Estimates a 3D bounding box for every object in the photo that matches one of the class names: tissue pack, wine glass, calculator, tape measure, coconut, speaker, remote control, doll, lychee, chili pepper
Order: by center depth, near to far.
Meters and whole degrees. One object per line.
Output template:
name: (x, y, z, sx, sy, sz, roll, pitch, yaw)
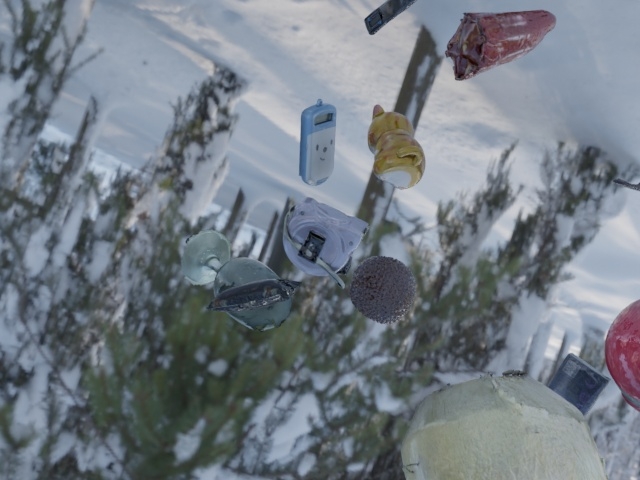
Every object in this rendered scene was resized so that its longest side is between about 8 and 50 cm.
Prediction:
coconut: (0.332, 0.425, 1.258, 0.346, 0.361, 0.346, -12, 154, -6)
chili pepper: (0.387, -0.418, 1.499, 0.252, 0.144, 0.136, -17, -144, -26)
wine glass: (-0.187, 0.085, 1.559, 0.143, 0.144, 0.321, 22, -177, -38)
speaker: (0.777, 0.251, 1.587, 0.294, 0.295, 0.294, 18, 175, 1)
tape measure: (0.002, 0.004, 1.695, 0.196, 0.179, 0.105, 20, -150, 8)
calculator: (-0.007, -0.235, 1.714, 0.039, 0.211, 0.121, 16, -155, 29)
tissue pack: (0.616, 0.369, 1.744, 0.112, 0.156, 0.051, 36, -164, 28)
remote control: (0.191, -0.632, 1.949, 0.028, 0.059, 0.212, -14, 173, -35)
lychee: (0.169, 0.136, 1.957, 0.194, 0.195, 0.194, 18, 175, 1)
doll: (0.226, -0.279, 2.171, 0.166, 0.162, 0.270, 27, -151, -38)

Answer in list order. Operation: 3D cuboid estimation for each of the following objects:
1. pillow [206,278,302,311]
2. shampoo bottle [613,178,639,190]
pillow: (-0.111, 0.092, 1.215, 0.150, 0.048, 0.090, -11, 169, 17)
shampoo bottle: (0.526, -0.184, 1.027, 0.153, 0.284, 0.071, 30, 179, -32)
